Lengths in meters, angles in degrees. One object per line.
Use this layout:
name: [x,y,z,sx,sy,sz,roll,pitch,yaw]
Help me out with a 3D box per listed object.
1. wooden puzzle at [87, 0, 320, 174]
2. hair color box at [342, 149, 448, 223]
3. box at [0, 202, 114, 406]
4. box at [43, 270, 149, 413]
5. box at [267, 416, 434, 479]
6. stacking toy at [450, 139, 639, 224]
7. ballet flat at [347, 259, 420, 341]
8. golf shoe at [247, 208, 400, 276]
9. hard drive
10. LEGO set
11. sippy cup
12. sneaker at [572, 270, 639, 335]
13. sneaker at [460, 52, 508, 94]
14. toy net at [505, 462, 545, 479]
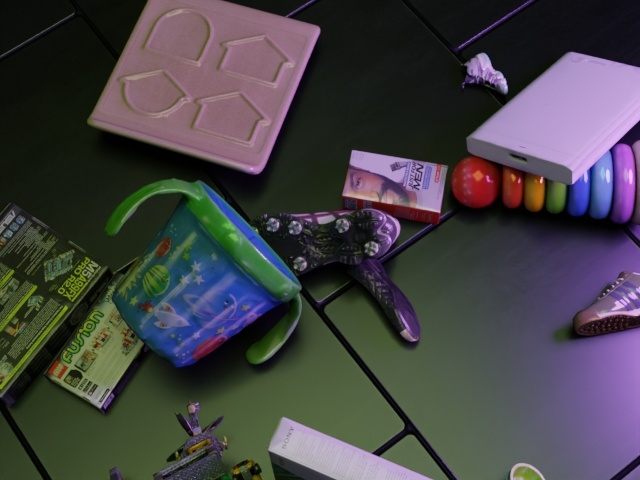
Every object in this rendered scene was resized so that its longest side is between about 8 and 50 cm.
wooden puzzle: [-0.202,-0.283,1.902,0.322,0.080,0.347,17,62,9]
hair color box: [0.127,-0.091,1.813,0.167,0.053,0.093,9,67,7]
box: [-0.505,0.101,1.740,0.216,0.060,0.270,31,70,14]
box: [-0.338,0.162,1.719,0.114,0.036,0.207,28,69,13]
box: [0.085,0.364,1.509,0.322,0.232,0.058,22,67,12]
stacking toy: [0.383,-0.094,1.773,0.330,0.141,0.141,-1,65,7]
ballet flat: [0.107,0.097,1.739,0.049,0.057,0.173,-45,65,25]
golf shoe: [0.000,0.000,1.759,0.273,0.120,0.105,-2,97,22]
hard drive: [0.417,-0.212,1.787,0.203,0.040,0.307,23,50,37]
LEGO set: [-0.232,0.418,1.556,0.331,0.192,0.255,-34,99,-10]
sippy cup: [-0.186,0.065,1.626,0.224,0.240,0.305,-43,83,1]
sneaker: [0.490,0.093,1.719,0.192,0.064,0.086,-11,58,-4]
sneaker: [0.286,-0.286,1.909,0.069,0.038,0.098,-27,58,-9]
toy net: [0.323,0.441,1.542,0.122,0.045,0.232,-13,61,-43]
